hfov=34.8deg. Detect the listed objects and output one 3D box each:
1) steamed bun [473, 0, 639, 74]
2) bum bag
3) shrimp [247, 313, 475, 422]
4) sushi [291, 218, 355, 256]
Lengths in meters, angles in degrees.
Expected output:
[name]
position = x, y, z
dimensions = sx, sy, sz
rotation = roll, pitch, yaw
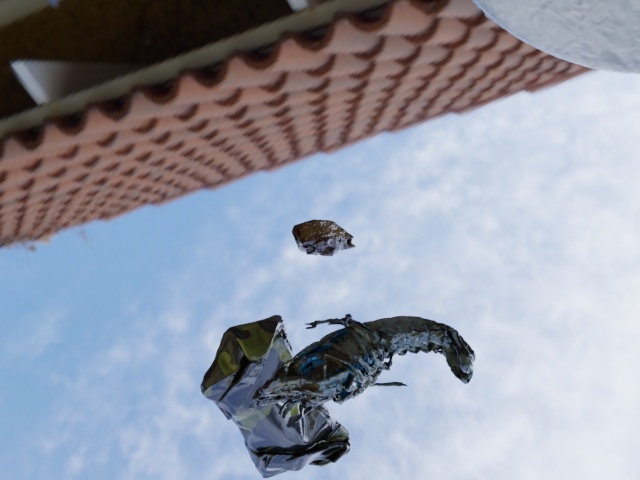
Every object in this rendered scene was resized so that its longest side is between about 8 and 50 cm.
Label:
[steamed bun]
position = 0.294, -0.327, 0.897
dimensions = 0.374, 0.374, 0.241
rotation = 3, -118, 44
[bum bag]
position = -0.047, 0.164, 1.027
dimensions = 0.107, 0.232, 0.060
rotation = -37, -141, -10
[shrimp]
position = 0.028, 0.094, 0.779
dimensions = 0.174, 0.082, 0.076
rotation = -10, -127, -11
[sushi]
position = 0.000, 0.000, 1.370
dimensions = 0.050, 0.099, 0.047
rotation = -54, -132, 48
